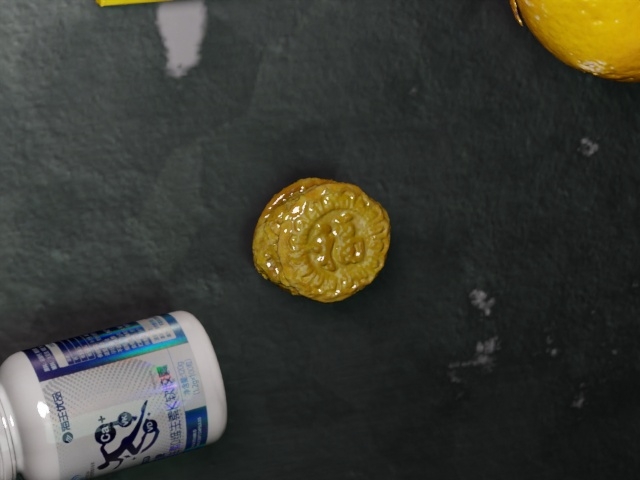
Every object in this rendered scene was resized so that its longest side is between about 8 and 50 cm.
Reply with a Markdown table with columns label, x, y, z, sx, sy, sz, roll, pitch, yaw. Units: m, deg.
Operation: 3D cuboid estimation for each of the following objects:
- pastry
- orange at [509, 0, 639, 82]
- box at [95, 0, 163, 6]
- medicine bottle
| label | x | y | z | sx | sy | sz | roll | pitch | yaw |
| --- | --- | --- | --- | --- | --- | --- | --- | --- | --- |
| pastry | 0.000 | 0.000 | 1.500 | 0.109 | 0.057 | 0.097 | -28 | 113 | -15 |
| orange | 0.241 | -0.226 | 1.436 | 0.219 | 0.193 | 0.219 | -26 | 142 | -22 |
| box | -0.089 | -0.220 | 1.393 | 0.155 | 0.023 | 0.087 | -8 | 110 | -22 |
| medicine bottle | -0.174 | 0.124 | 1.436 | 0.191 | 0.107 | 0.107 | -14 | 115 | -19 |
